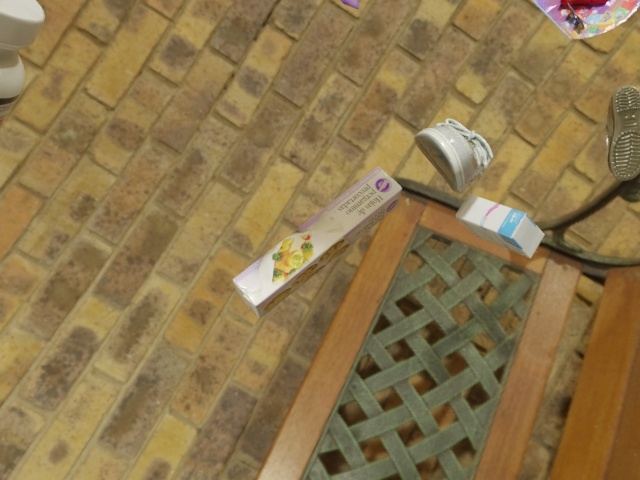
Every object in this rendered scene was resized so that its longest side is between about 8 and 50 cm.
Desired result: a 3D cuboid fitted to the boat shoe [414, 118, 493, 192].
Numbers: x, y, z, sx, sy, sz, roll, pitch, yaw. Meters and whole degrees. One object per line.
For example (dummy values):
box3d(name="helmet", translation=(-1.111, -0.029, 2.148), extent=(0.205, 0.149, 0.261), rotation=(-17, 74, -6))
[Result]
box3d(name="boat shoe", translation=(0.245, -0.154, 0.985), extent=(0.103, 0.118, 0.320), rotation=(-40, -14, 14))

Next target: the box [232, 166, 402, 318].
box3d(name="box", translation=(0.000, 0.000, 0.944), extent=(0.324, 0.063, 0.067), rotation=(-38, -20, -17))

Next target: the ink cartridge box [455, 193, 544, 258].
box3d(name="ink cartridge box", translation=(0.310, -0.027, 0.982), extent=(0.122, 0.088, 0.052), rotation=(28, 86, 48))

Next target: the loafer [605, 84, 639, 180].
box3d(name="loafer", translation=(0.485, -0.169, 0.898), extent=(0.050, 0.056, 0.148), rotation=(-18, -71, -75))

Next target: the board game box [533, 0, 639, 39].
box3d(name="board game box", translation=(0.374, -0.372, 0.795), extent=(0.133, 0.169, 0.033), rotation=(-37, -24, 16))

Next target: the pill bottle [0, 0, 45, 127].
box3d(name="pill bottle", translation=(-0.426, -0.163, 0.609), extent=(0.278, 0.162, 0.162), rotation=(-49, 9, 18))

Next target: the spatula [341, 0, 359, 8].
box3d(name="spatula", translation=(0.035, -0.547, 1.161), extent=(0.030, 0.084, 0.296), rotation=(-15, 5, 15))
